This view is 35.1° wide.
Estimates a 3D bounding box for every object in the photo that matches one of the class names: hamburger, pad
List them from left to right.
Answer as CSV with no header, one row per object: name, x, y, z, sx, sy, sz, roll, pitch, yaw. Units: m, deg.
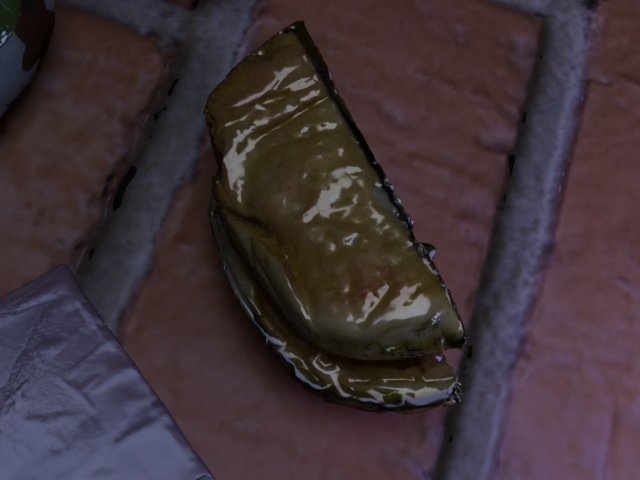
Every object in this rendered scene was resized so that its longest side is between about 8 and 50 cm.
pad,-0.158,0.112,0.628,0.113,0.006,0.187,-31,74,-23
hamburger,0.000,0.000,0.664,0.131,0.124,0.262,-25,67,-3

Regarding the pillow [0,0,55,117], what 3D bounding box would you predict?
pillow,-0.282,-0.157,0.651,0.233,0.086,0.214,-49,117,-25
